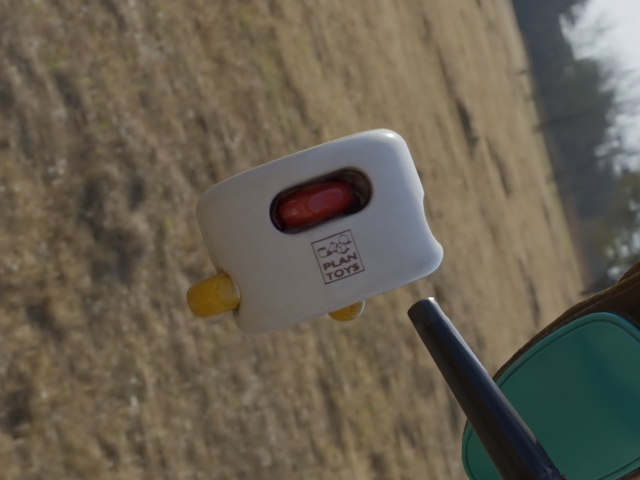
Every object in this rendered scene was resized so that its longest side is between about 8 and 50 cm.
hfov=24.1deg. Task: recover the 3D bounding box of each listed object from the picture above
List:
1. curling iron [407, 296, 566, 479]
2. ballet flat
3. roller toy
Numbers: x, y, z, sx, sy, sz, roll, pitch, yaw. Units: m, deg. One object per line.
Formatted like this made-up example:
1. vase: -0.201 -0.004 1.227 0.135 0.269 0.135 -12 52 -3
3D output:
1. curling iron: 0.138 0.139 0.828 0.274 0.068 0.035 50 0 20
2. ballet flat: 0.232 0.051 0.955 0.116 0.342 0.124 48 29 15
3. roller toy: 0.000 0.000 1.283 0.209 0.191 0.146 -18 87 -50
